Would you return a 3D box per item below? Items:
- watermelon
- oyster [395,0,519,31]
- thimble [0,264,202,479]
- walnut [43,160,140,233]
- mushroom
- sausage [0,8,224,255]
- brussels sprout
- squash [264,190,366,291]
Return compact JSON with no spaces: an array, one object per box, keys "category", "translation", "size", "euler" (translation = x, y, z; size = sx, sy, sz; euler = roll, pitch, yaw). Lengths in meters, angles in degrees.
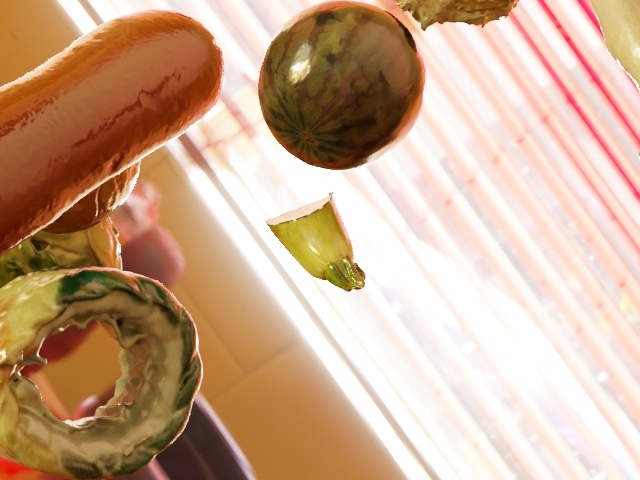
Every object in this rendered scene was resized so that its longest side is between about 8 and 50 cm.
[{"category":"watermelon","translation":[0.027,-0.191,1.522],"size":[0.212,0.212,0.212],"euler":[53,7,-9]},{"category":"oyster","translation":[0.200,-0.341,1.641],"size":[0.072,0.209,0.133],"euler":[114,-21,-63]},{"category":"thimble","translation":[-0.294,0.154,1.495],"size":[0.288,0.254,0.167],"euler":[10,-8,-34]},{"category":"walnut","translation":[-0.273,-0.063,1.444],"size":[0.087,0.167,0.211],"euler":[54,-30,7]},{"category":"mushroom","translation":[0.210,-0.129,0.799],"size":[0.054,0.059,0.202],"euler":[117,-39,-57]},{"category":"sausage","translation":[-0.170,-0.070,0.814],"size":[0.083,0.300,0.089],"euler":[11,-52,34]},{"category":"brussels sprout","translation":[-0.375,0.020,1.670],"size":[0.223,0.223,0.161],"euler":[51,17,-26]},{"category":"squash","translation":[0.000,-0.003,1.427],"size":[0.200,0.090,0.075],"euler":[-129,-144,-57]}]
